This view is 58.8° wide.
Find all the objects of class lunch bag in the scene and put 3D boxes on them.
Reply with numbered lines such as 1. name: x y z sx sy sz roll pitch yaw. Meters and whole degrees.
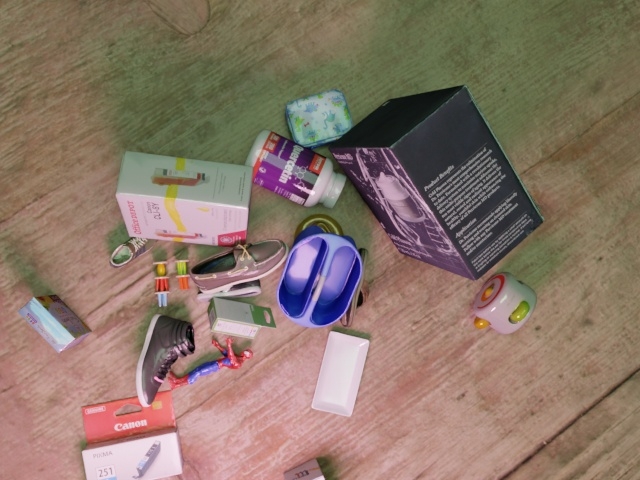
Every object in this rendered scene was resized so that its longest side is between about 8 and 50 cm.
1. lunch bag: -0.008 -0.409 1.952 0.219 0.090 0.176 -18 89 -8

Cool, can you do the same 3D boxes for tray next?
1. tray: 0.068 0.458 1.958 0.145 0.030 0.270 15 86 -8

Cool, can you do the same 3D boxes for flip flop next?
1. flip flop: 0.130 0.165 1.950 0.080 0.112 0.277 18 80 -21

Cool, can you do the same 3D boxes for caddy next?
1. caddy: -0.005 0.118 1.838 0.241 0.179 0.341 17 112 -7

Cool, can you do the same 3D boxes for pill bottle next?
1. pill bottle: -0.085 -0.227 1.888 0.323 0.181 0.181 24 85 -6

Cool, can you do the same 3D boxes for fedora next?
1. fedora: 0.000 0.000 1.942 0.194 0.079 0.194 0 87 -8

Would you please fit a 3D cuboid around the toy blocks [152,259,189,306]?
1. toy blocks: -0.490 0.141 1.883 0.123 0.054 0.148 -4 88 -7

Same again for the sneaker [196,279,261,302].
1. sneaker: -0.309 0.135 1.906 0.217 0.079 0.121 -9 69 2

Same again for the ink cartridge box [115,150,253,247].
1. ink cartridge box: -0.414 -0.117 1.776 0.385 0.279 0.160 7 63 -7

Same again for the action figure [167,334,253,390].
1. action figure: -0.367 0.383 1.869 0.280 0.091 0.139 -15 99 -8

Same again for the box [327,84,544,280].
1. box: 0.332 -0.181 1.740 0.297 0.480 0.471 -39 108 -10

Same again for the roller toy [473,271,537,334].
1. roller toy: 0.630 0.213 1.965 0.146 0.209 0.191 36 48 -5

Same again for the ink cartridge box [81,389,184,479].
1. ink cartridge box: -0.613 0.648 1.840 0.296 0.066 0.261 -9 90 -8

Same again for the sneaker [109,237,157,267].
1. sneaker: -0.609 0.024 1.855 0.192 0.086 0.064 -40 93 -8

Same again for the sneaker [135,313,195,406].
1. sneaker: -0.483 0.378 1.799 0.147 0.104 0.295 0 64 12

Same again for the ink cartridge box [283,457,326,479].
1. ink cartridge box: -0.036 0.821 1.854 0.127 0.176 0.128 -23 91 -8

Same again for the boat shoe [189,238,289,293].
1. boat shoe: -0.261 0.069 1.822 0.324 0.096 0.116 -21 50 6

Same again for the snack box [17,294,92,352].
1. snack box: -0.815 0.253 1.757 0.070 0.207 0.174 -44 93 -7

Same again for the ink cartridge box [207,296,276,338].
1. ink cartridge box: -0.259 0.259 1.864 0.209 0.109 0.062 14 117 -27
